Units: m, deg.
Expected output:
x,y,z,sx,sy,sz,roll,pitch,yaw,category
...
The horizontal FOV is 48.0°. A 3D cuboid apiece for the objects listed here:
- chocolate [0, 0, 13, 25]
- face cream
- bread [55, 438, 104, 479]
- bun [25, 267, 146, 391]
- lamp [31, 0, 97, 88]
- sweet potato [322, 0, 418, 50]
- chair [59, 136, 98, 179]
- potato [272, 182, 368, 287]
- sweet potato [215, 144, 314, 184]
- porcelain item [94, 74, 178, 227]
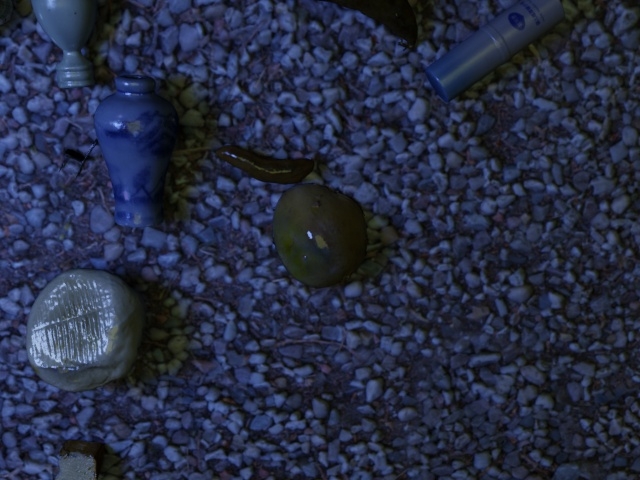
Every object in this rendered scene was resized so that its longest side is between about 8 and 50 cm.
x,y,z,sx,sy,sz,roll,pitch,yaw,category
-0.632,-0.385,1.174,0.147,0.221,0.221,-34,104,30,chocolate
0.308,-0.348,1.278,0.250,0.077,0.077,-36,102,4,face cream
-0.469,0.435,1.401,0.083,0.070,0.077,7,101,-4,bread
-0.419,0.165,1.316,0.229,0.145,0.229,-5,75,18,bun
-0.426,-0.356,1.222,0.106,0.106,0.193,-4,113,-3,lamp
-0.001,-0.456,1.217,0.422,0.130,0.130,19,100,-16,sweet potato
-0.436,-0.155,1.292,0.042,0.037,0.086,31,103,-21,chair
0.000,0.000,1.318,0.182,0.117,0.202,-10,104,1,potato
-0.104,-0.134,1.313,0.182,0.053,0.054,11,140,-4,sweet potato
-0.321,-0.156,1.256,0.141,0.141,0.259,3,111,-5,porcelain item
